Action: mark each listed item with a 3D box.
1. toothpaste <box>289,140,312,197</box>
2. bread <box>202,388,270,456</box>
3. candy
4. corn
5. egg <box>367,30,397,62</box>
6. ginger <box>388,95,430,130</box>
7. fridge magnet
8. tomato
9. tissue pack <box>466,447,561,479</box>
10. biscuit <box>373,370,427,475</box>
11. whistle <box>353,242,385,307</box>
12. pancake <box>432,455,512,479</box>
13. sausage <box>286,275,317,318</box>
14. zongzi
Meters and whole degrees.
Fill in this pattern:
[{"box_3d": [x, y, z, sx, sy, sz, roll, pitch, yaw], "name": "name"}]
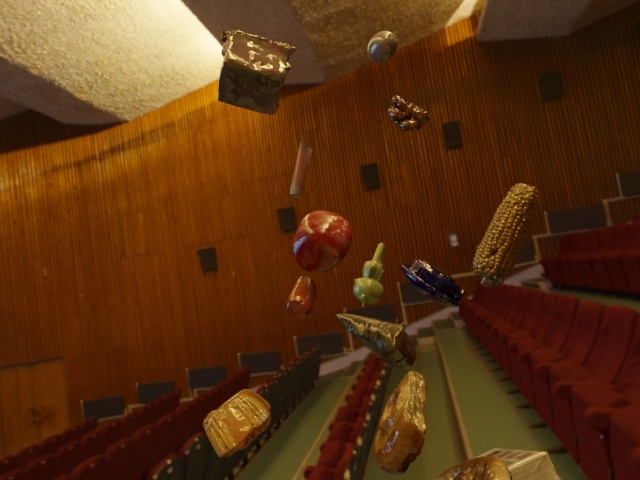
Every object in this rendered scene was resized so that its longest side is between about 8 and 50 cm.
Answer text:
[{"box_3d": [-0.072, -0.253, 1.629, 0.042, 0.195, 0.067, 5, -12, 44], "name": "toothpaste"}, {"box_3d": [-0.208, 0.461, 1.167, 0.152, 0.119, 0.288, -36, -8, -15], "name": "bread"}, {"box_3d": [-0.188, -0.463, 1.250, 0.195, 0.137, 0.185, 12, -28, -13], "name": "candy"}, {"box_3d": [0.549, -0.012, 1.341, 0.119, 0.322, 0.119, 24, 7, -3], "name": "corn"}, {"box_3d": [0.231, -0.721, 1.687, 0.103, 0.103, 0.135, -7, 0, -21], "name": "egg"}, {"box_3d": [0.319, -0.464, 1.693, 0.162, 0.103, 0.073, 36, 2, 13], "name": "ginger"}, {"box_3d": [0.429, 0.159, 1.742, 0.265, 0.113, 0.265, 32, 10, -6], "name": "fridge magnet"}, {"box_3d": [0.000, 0.000, 1.300, 0.151, 0.187, 0.187, 23, -14, -17], "name": "tomato"}, {"box_3d": [0.533, 0.683, 1.271, 0.159, 0.145, 0.229, -13, -18, -21], "name": "tissue pack"}, {"box_3d": [0.193, 0.450, 1.103, 0.091, 0.213, 0.274, 25, 9, 6], "name": "biscuit"}, {"box_3d": [0.214, 0.152, 1.990, 0.141, 0.294, 0.141, 6, -26, 3], "name": "whistle"}, {"box_3d": [0.297, 0.642, 1.046, 0.382, 0.071, 0.382, -41, -13, -11], "name": "pancake"}, {"box_3d": [-0.050, 0.158, 1.283, 0.076, 0.076, 0.197, -9, 14, 8], "name": "sausage"}, {"box_3d": [0.209, 0.368, 1.679, 0.274, 0.125, 0.251, 13, -30, 35], "name": "zongzi"}]
